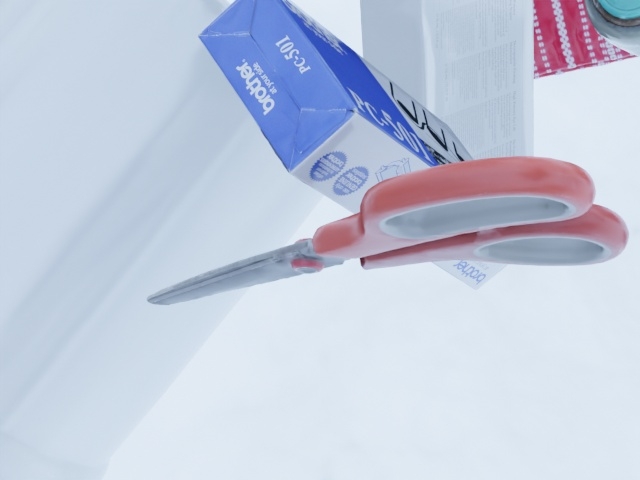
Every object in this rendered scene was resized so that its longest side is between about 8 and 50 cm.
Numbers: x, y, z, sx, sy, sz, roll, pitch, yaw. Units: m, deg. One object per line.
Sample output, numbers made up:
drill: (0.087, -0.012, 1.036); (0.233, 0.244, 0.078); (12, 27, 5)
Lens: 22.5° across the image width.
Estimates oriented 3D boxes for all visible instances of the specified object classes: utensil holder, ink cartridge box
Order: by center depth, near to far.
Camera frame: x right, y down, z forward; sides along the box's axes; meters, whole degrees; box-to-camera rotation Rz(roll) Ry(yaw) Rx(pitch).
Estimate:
ink cartridge box: (0.029, -0.048, 0.815); (0.046, 0.207, 0.097); (-41, 57, 13)
utensil holder: (-0.195, -0.039, 1.283); (0.385, 0.327, 0.327); (-50, 56, 4)

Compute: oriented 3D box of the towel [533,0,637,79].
towel: (0.169, -0.198, 1.082); (0.274, 0.199, 0.031); (-12, 33, 7)

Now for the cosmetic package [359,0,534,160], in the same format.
cosmetic package: (0.076, -0.135, 0.970); (0.060, 0.099, 0.239); (25, 127, 46)

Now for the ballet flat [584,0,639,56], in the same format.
ballet flat: (0.224, -0.167, 0.789); (0.213, 0.068, 0.072); (-38, 58, 16)

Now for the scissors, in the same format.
scissors: (0.000, 0.000, 0.728); (0.297, 0.109, 0.021); (-6, 72, 36)
